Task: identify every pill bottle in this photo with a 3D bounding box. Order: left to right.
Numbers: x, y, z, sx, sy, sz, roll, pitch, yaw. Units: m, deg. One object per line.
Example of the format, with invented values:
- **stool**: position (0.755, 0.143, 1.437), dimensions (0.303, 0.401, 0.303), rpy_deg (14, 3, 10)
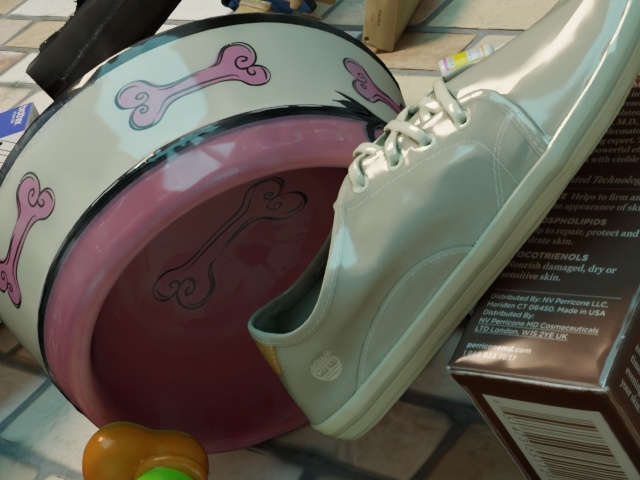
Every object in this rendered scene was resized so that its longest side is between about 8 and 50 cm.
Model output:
- **pill bottle**: position (0.186, -0.208, 1.687), dimensions (0.083, 0.043, 0.043), rpy_deg (-19, 31, 9)

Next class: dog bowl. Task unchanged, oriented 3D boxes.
- **dog bowl**: position (-0.073, 0.017, 1.208), dimensions (0.408, 0.408, 0.150), rpy_deg (-28, 49, -6)

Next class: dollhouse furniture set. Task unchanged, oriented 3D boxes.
- **dollhouse furniture set**: position (0.013, -0.366, 1.902), dimensions (0.242, 0.212, 0.161), rpy_deg (17, 46, 13)

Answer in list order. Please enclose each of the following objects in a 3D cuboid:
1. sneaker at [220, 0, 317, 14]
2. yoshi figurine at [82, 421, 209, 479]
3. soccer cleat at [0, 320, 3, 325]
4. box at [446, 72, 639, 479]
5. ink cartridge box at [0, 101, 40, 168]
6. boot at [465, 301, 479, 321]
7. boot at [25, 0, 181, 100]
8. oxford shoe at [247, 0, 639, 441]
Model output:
- **sneaker**: position (-0.080, -0.352, 2.082), dimensions (0.082, 0.069, 0.209), rpy_deg (-45, 34, -11)
- **yoshi figurine**: position (-0.142, 0.298, 1.015), dimensions (0.203, 0.203, 0.362), rpy_deg (-39, 32, 7)
- **soccer cleat**: position (-0.465, 0.016, 1.726), dimensions (0.108, 0.116, 0.318), rpy_deg (-41, 35, -26)
- **box**: position (0.258, 0.007, 1.090), dimensions (0.143, 0.191, 0.381), rpy_deg (5, 53, 41)
- **ink cartridge box**: position (-0.453, -0.118, 1.995), dimensions (0.097, 0.046, 0.207), rpy_deg (-19, 31, 8)
- **boot**: position (0.219, 0.008, 1.303), dimensions (0.208, 0.076, 0.189), rpy_deg (-30, 29, -13)
- **boot**: position (-0.212, -0.385, 2.057), dimensions (0.445, 0.146, 0.367), rpy_deg (-51, -6, 14)
- **oxford shoe**: position (0.096, -0.052, 1.041), dimensions (0.449, 0.130, 0.169), rpy_deg (-53, 7, 13)
